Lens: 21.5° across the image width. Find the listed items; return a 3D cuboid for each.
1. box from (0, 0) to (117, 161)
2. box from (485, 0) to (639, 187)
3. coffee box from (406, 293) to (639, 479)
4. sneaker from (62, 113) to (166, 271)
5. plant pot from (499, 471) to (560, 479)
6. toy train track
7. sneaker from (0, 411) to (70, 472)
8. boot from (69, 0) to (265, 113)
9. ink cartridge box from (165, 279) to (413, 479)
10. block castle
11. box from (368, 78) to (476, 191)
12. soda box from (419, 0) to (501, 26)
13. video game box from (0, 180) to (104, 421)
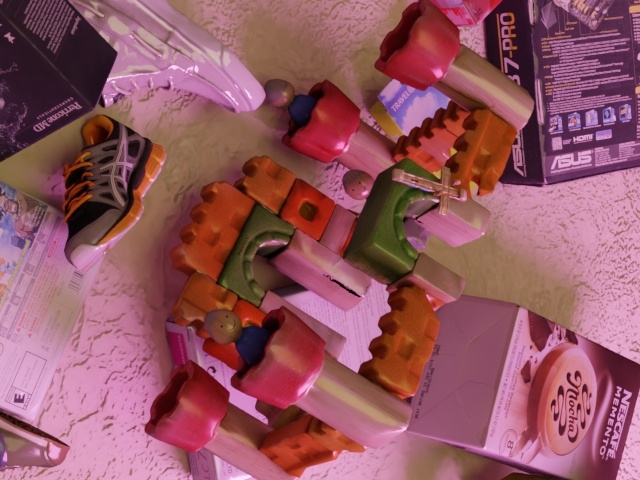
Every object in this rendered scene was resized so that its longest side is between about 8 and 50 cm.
[{"bbox_3d":[-0.303,-0.170,1.568,0.158,0.156,0.093,47,35,-28],"label":"box"},{"bbox_3d":[0.380,-0.249,2.098,0.394,0.097,0.318,-12,102,-34],"label":"box"},{"bbox_3d":[0.246,0.183,1.980,0.297,0.118,0.168,24,78,-48],"label":"coffee box"},{"bbox_3d":[-0.220,-0.047,1.661,0.083,0.084,0.215,41,28,-18],"label":"sneaker"},{"bbox_3d":[0.243,0.396,1.972,0.212,0.187,0.212,-26,128,-31],"label":"plant pot"},{"bbox_3d":[0.104,-0.052,1.567,0.083,0.014,0.048,15,68,-29],"label":"toy train track"},{"bbox_3d":[-0.343,0.202,1.643,0.192,0.064,0.086,28,85,-33],"label":"sneaker"},{"bbox_3d":[-0.183,-0.180,1.716,0.258,0.095,0.123,38,78,-22],"label":"boot"},{"bbox_3d":[-0.014,0.141,1.868,0.311,0.065,0.186,-15,101,-31],"label":"ink cartridge box"},{"bbox_3d":[0.000,0.000,1.674,0.212,0.303,0.453,32,61,-15],"label":"block castle"},{"bbox_3d":[0.133,-0.138,1.962,0.109,0.042,0.178,-51,119,-22],"label":"box"},{"bbox_3d":[0.117,-0.370,1.907,0.092,0.083,0.263,-46,118,-23],"label":"soda box"},{"bbox_3d":[-0.325,0.050,1.649,0.187,0.048,0.205,30,76,-36],"label":"video game box"}]
